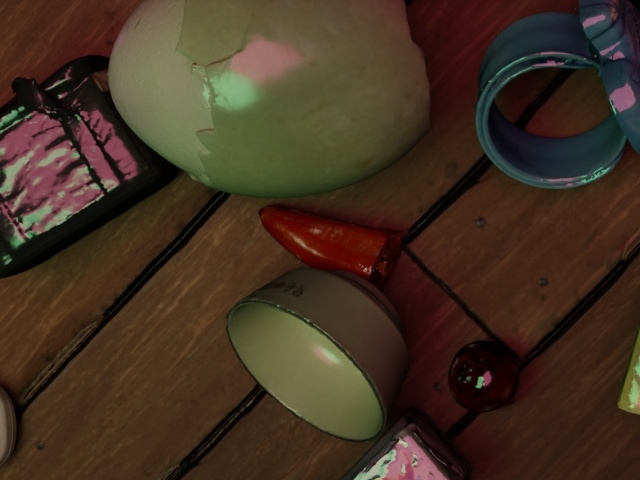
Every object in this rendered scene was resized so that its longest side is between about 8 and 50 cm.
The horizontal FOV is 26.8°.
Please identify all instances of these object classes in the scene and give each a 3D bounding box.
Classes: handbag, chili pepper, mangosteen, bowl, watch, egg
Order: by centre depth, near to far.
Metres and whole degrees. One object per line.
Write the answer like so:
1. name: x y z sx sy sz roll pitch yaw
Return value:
1. watch: 0.252 -0.159 1.394 0.193 0.211 0.211 -25 84 26
2. egg: -0.057 -0.179 1.406 0.336 0.278 0.278 -9 88 1
3. bowl: 0.013 0.109 1.452 0.211 0.211 0.112 38 59 10
4. mangosteen: 0.180 0.148 1.466 0.081 0.081 0.080 0 90 12
5. chili pepper: 0.002 -0.004 1.510 0.169 0.088 0.064 21 131 20
6. handbag: -0.303 -0.090 1.517 0.254 0.181 0.181 -31 91 9

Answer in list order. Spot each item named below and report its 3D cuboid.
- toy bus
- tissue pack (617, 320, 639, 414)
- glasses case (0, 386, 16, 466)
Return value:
1. toy bus: 0.018 0.324 1.464 0.317 0.138 0.112 -45 80 7
2. tissue pack: 0.413 0.083 1.388 0.159 0.125 0.234 16 93 12
3. glasses case: -0.507 0.225 1.607 0.297 0.075 0.113 -3 91 13
